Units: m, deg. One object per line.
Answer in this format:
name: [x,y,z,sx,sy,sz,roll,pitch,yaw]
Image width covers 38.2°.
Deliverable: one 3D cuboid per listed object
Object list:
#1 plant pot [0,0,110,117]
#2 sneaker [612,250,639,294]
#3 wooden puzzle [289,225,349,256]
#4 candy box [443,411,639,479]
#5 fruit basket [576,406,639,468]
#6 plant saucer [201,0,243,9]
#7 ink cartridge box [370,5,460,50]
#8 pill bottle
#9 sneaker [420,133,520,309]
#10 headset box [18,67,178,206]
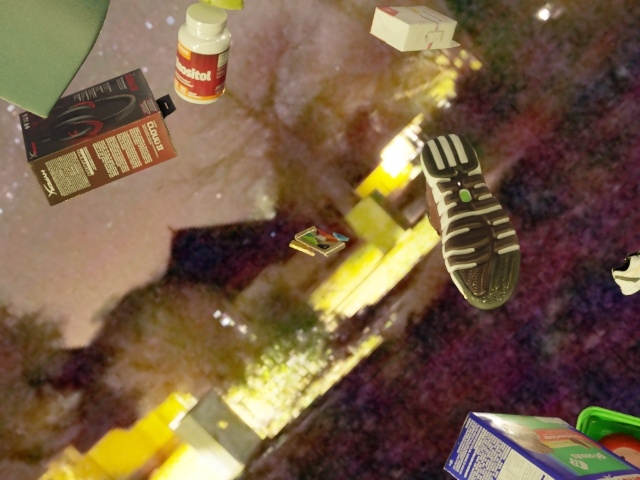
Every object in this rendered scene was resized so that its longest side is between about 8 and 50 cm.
plant pot: [-0.444,-0.374,1.313,0.252,0.247,0.248,-45,-25,10]
sneaker: [0.453,0.027,1.279,0.109,0.044,0.040,-41,8,8]
wooden puzzle: [0.000,0.000,1.635,0.116,0.078,0.014,-36,-31,-58]
candy box: [0.409,0.405,1.494,0.268,0.317,0.122,12,-76,-41]
fruit basket: [0.635,0.486,1.704,0.392,0.392,0.283,148,135,-86]
plant saucer: [-0.211,-0.441,1.398,0.045,0.188,0.188,-53,-20,-29]
ink cartridge box: [0.228,-0.490,2.127,0.198,0.115,0.067,-13,-51,-39]
pill bottle: [-0.192,-0.306,1.511,0.086,0.086,0.152,-46,-22,-42]
sneaker: [0.220,-0.007,1.373,0.106,0.281,0.162,-10,-27,0]
headset box: [-0.424,-0.213,1.813,0.293,0.110,0.218,-22,38,-7]
